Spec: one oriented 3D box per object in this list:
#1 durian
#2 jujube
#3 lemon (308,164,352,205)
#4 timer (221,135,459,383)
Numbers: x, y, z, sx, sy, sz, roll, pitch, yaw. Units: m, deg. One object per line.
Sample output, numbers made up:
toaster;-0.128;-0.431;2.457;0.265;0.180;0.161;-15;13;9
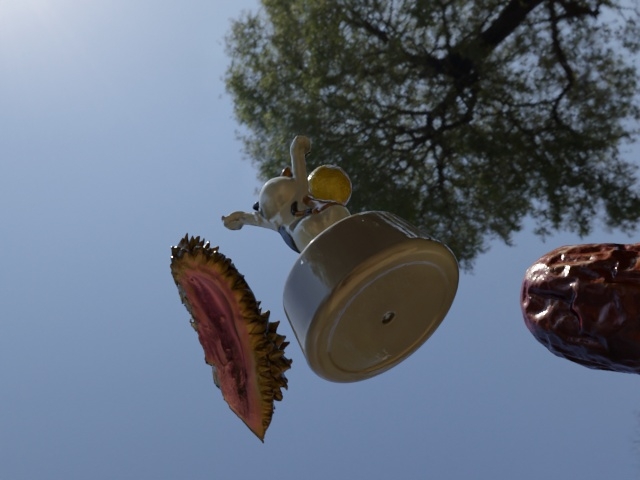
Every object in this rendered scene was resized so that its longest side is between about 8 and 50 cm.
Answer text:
durian;-0.125;0.135;1.037;0.341;0.112;0.191;65;-166;-1
jujube;0.384;0.087;0.828;0.174;0.251;0.174;-5;-82;-40
lemon;0.009;-0.066;0.863;0.065;0.065;0.092;38;-133;-15
timer;0.000;0.000;0.690;0.175;0.175;0.266;-2;-144;-36
